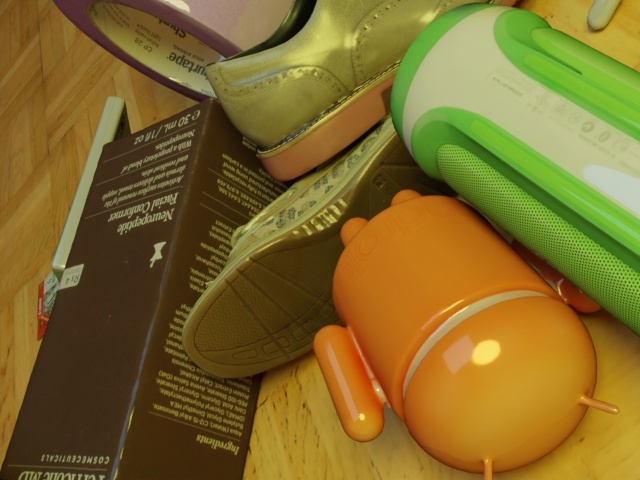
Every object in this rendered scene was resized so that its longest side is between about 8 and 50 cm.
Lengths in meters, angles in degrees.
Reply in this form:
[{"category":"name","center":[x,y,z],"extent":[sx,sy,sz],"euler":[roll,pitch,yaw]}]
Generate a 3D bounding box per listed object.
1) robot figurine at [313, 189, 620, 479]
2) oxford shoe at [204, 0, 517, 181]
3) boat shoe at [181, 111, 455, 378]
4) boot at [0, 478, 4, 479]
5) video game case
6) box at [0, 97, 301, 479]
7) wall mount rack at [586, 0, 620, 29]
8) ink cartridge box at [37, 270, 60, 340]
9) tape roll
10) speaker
[{"category":"robot figurine","center":[0.086,0.057,0.515],"extent":[0.219,0.158,0.128],"euler":[56,136,49]},{"category":"oxford shoe","center":[0.059,-0.205,0.663],"extent":[0.348,0.130,0.123],"euler":[-43,20,-7]},{"category":"boat shoe","center":[0.000,0.000,0.670],"extent":[0.285,0.104,0.089],"euler":[-41,26,-1]},{"category":"boot","center":[-0.244,0.332,0.614],"extent":[0.284,0.138,0.377],"euler":[3,102,34]},{"category":"video game case","center":[-0.255,-0.028,0.930],"extent":[0.193,0.023,0.212],"euler":[106,175,-66]},{"category":"box","center":[-0.155,0.075,0.757],"extent":[0.191,0.143,0.381],"euler":[-13,59,41]},{"category":"wall mount rack","center":[0.233,-0.258,0.452],"extent":[0.304,0.350,0.130],"euler":[-23,78,40]},{"category":"ink cartridge box","center":[-0.352,0.075,1.056],"extent":[0.115,0.029,0.063],"euler":[-39,43,23]},{"category":"tape roll","center":[-0.131,-0.226,0.815],"extent":[0.275,0.275,0.090],"euler":[15,76,51]},{"category":"speaker","center":[0.169,-0.029,0.449],"extent":[0.131,0.131,0.296],"euler":[-52,49,9]}]
